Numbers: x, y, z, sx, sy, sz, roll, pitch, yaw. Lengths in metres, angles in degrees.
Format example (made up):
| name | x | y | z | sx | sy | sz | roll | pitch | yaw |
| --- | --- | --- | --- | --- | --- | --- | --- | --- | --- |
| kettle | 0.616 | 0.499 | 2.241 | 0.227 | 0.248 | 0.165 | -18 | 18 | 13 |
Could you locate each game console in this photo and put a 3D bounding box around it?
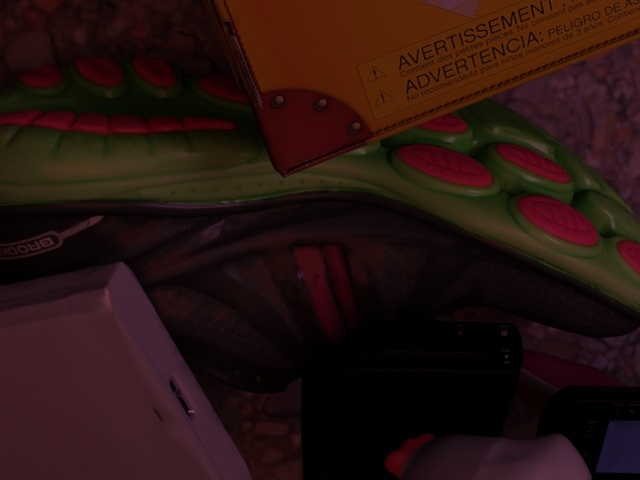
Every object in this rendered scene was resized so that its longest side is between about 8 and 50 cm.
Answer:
| name | x | y | z | sx | sy | sz | roll | pitch | yaw |
| --- | --- | --- | --- | --- | --- | --- | --- | --- | --- |
| game console | 0.167 | 0.127 | 0.836 | 0.361 | 0.044 | 0.213 | 0 | 145 | 0 |

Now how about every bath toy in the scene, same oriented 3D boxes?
| name | x | y | z | sx | sy | sz | roll | pitch | yaw |
| --- | --- | --- | --- | --- | --- | --- | --- | --- | --- |
| bath toy | 0.109 | 0.244 | 0.865 | 0.129 | 0.151 | 0.348 | 20 | 147 | 23 |

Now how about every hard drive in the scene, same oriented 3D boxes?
| name | x | y | z | sx | sy | sz | roll | pitch | yaw |
| --- | --- | --- | --- | --- | --- | --- | --- | --- | --- |
| hard drive | -0.225 | 0.125 | 0.849 | 0.307 | 0.040 | 0.203 | -12 | 124 | 22 |

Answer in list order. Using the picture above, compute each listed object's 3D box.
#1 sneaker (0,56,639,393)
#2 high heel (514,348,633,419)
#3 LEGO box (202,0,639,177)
| name | x | y | z | sx | sy | sz | roll | pitch | yaw |
| --- | --- | --- | --- | --- | --- | --- | --- | --- | --- |
| sneaker | 0.000 | 0.000 | 0.859 | 0.482 | 0.185 | 0.202 | 9 | 125 | -3 |
| high heel | 0.261 | 0.117 | 0.953 | 0.244 | 0.082 | 0.117 | 27 | 68 | 5 |
| LEGO box | 0.129 | -0.310 | 0.676 | 0.500 | 0.193 | 0.372 | -21 | 127 | 0 |
